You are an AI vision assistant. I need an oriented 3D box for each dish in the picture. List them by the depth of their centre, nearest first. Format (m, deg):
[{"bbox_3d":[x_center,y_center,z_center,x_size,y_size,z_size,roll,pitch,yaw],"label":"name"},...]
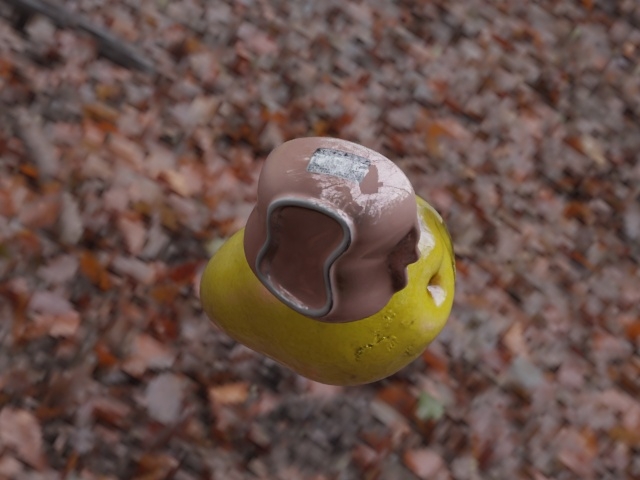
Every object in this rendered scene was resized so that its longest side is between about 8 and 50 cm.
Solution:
[{"bbox_3d":[0.000,0.000,1.702,0.213,0.213,0.090,38,36,8],"label":"dish"}]

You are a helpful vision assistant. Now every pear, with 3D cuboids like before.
[{"bbox_3d":[0.007,0.044,2.073,0.336,0.285,0.285,13,27,13],"label":"pear"}]
